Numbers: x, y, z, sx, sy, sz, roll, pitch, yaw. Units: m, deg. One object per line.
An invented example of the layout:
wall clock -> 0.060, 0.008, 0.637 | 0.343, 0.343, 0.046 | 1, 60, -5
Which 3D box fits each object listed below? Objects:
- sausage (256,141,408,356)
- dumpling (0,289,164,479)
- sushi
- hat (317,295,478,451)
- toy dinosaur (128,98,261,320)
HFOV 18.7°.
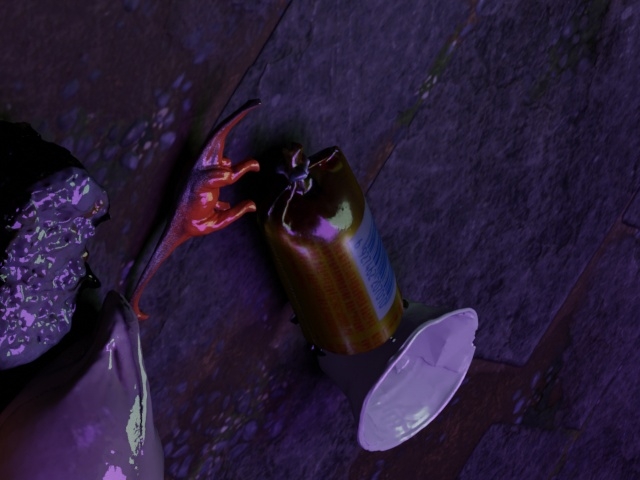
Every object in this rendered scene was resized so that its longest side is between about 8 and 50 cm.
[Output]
sausage -> -0.002, 0.001, 2.022 | 0.125, 0.117, 0.317 | -27, 145, -2
dumpling -> -0.239, 0.224, 1.856 | 0.181, 0.341, 0.260 | -8, 180, -6
sushi -> -0.254, -0.002, 1.642 | 0.147, 0.115, 0.212 | -21, 139, -40
hat -> 0.074, 0.132, 2.254 | 0.203, 0.126, 0.203 | -37, 147, -29
toy dinosaur -> -0.117, -0.029, 1.883 | 0.101, 0.055, 0.279 | -10, 131, -40
